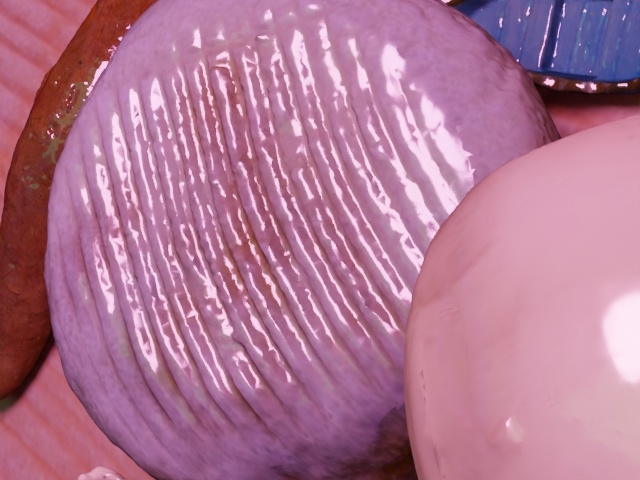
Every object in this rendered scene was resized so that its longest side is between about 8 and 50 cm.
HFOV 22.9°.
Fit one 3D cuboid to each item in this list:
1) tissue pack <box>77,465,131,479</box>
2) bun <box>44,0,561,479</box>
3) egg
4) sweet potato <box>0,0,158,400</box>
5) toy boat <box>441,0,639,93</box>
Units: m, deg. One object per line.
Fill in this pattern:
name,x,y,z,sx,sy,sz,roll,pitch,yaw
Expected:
tissue pack,-0.086,0.364,0.912,0.297,0.207,0.381,18,107,14
bun,0.000,0.000,0.984,0.361,0.211,0.362,-4,83,36
egg,0.206,0.086,0.711,0.345,0.283,0.283,9,87,25
sweet potato,-0.201,-0.038,1.245,0.109,0.109,0.385,35,105,39
toy boat,0.142,-0.132,0.984,0.185,0.077,0.075,13,91,41
